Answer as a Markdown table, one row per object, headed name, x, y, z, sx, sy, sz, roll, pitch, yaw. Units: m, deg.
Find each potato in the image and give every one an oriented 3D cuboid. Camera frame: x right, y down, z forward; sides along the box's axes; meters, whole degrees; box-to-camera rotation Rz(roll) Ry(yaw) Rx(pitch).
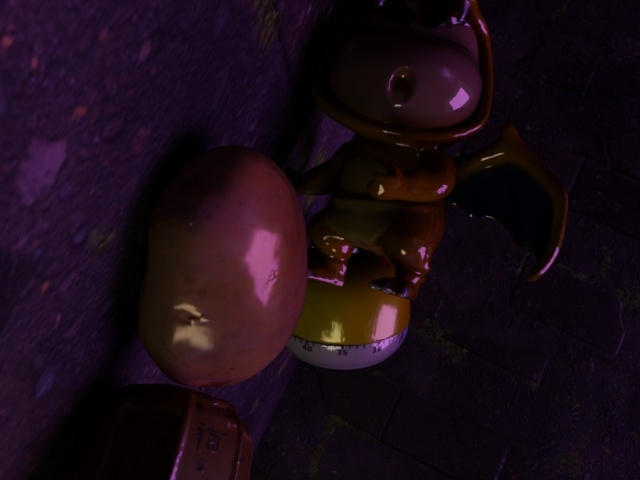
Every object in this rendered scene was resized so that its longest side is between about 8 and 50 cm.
| name | x | y | z | sx | sy | sz | roll | pitch | yaw |
| --- | --- | --- | --- | --- | --- | --- | --- | --- | --- |
| potato | -0.079 | 0.027 | 0.587 | 0.150 | 0.146 | 0.233 | -102 | -158 | -48 |

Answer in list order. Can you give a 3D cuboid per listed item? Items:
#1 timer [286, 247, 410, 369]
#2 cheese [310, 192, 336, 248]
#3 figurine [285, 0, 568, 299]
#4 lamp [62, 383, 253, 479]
| name | x | y | z | sx | sy | sz | roll | pitch | yaw |
| --- | --- | --- | --- | --- | --- | --- | --- | --- | --- |
| timer | 0.043 | 0.079 | 1.292 | 0.285 | 0.285 | 0.285 | -63 | 173 | -13 |
| cheese | 0.002 | 0.001 | 1.547 | 0.400 | 0.034 | 0.085 | -65 | 173 | 13 |
| figurine | 0.090 | -0.124 | 0.877 | 0.401 | 0.268 | 0.386 | 7 | -93 | 62 |
| lamp | -0.145 | 0.226 | 0.598 | 0.161 | 0.161 | 0.185 | 102 | -2 | -64 |
